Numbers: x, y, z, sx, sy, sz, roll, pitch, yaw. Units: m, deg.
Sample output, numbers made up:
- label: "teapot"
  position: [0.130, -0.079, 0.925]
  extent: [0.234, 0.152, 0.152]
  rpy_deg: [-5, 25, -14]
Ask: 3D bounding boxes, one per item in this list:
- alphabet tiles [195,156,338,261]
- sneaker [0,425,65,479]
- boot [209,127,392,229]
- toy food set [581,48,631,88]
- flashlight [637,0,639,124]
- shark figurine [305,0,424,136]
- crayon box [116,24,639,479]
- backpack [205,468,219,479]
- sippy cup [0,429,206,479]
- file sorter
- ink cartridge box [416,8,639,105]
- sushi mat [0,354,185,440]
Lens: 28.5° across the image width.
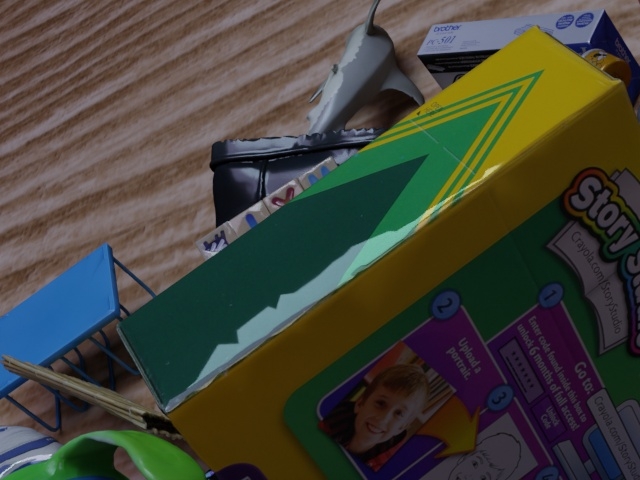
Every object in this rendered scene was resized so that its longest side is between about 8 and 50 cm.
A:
- label: "alphabet tiles"
  position: [-0.040, 0.063, 1.200]
  extent: [0.237, 0.009, 0.198]
  rpy_deg: [-32, 75, 5]
- label: "sneaker"
  position: [-0.355, 0.319, 1.275]
  extent: [0.131, 0.112, 0.296]
  rpy_deg: [0, 56, 43]
- label: "boot"
  position: [0.000, 0.000, 1.257]
  extent: [0.246, 0.094, 0.207]
  rpy_deg: [-3, 79, 14]
- label: "toy food set"
  position: [0.182, -0.081, 1.163]
  extent: [0.232, 0.111, 0.104]
  rpy_deg: [-48, 37, 0]
- label: "flashlight"
  position: [0.324, -0.182, 1.130]
  extent: [0.103, 0.103, 0.304]
  rpy_deg: [124, 165, -47]
- label: "shark figurine"
  position: [0.050, -0.151, 1.374]
  extent: [0.278, 0.116, 0.166]
  rpy_deg: [-63, 7, -36]
- label: "crayon box"
  position: [0.101, 0.101, 0.820]
  extent: [0.313, 0.363, 0.106]
  rpy_deg: [-36, 37, -5]
- label: "backpack"
  position: [0.001, 0.202, 1.053]
  extent: [0.173, 0.117, 0.158]
  rpy_deg: [-49, 37, -7]
- label: "sippy cup"
  position: [-0.177, 0.328, 1.022]
  extent: [0.240, 0.305, 0.224]
  rpy_deg: [-31, 39, -30]
- label: "file sorter"
  position: [-0.265, 0.112, 1.397]
  extent: [0.170, 0.104, 0.118]
  rpy_deg: [-35, 38, 12]
- label: "ink cartridge box"
  position: [0.204, -0.173, 1.245]
  extent: [0.207, 0.097, 0.046]
  rpy_deg: [4, 57, 44]
- label: "sushi mat"
  position: [-0.184, 0.161, 1.210]
  extent: [0.316, 0.151, 0.019]
  rpy_deg: [7, 76, 54]
